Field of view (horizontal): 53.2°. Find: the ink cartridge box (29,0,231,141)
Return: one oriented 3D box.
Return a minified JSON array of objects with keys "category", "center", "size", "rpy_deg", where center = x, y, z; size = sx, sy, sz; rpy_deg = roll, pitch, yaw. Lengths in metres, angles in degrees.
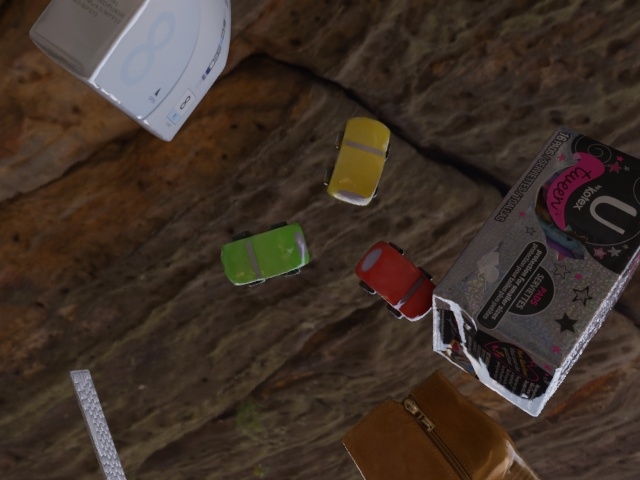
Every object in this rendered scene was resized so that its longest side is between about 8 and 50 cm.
[{"category":"ink cartridge box","center":[-0.146,-0.323,0.791],"size":[0.385,0.091,0.308],"rpy_deg":[-52,176,-1]}]

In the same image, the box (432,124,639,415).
[{"category":"box","center":[0.245,0.032,0.682],"size":[0.142,0.163,0.247],"rpy_deg":[32,-111,24]}]

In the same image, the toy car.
[{"category":"toy car","center":[0.000,0.000,0.696],"size":[0.225,0.239,0.053],"rpy_deg":[-17,-177,-1]}]

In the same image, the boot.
[{"category":"boot","center":[0.089,0.287,0.655],"size":[0.295,0.211,0.104],"rpy_deg":[-37,158,-28]}]

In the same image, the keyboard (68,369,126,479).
[{"category":"keyboard","center":[-0.270,0.288,0.820],"size":[0.072,0.014,0.256],"rpy_deg":[122,-54,-76]}]
